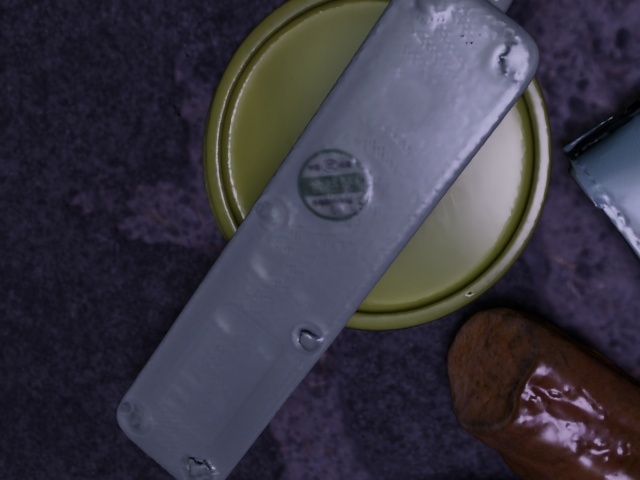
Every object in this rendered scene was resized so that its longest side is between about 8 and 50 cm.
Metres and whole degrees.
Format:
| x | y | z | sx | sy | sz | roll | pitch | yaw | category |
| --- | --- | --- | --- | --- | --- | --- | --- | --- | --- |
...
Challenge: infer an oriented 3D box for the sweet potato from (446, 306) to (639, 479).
| x | y | z | sx | sy | sz | roll | pitch | yaw | category |
| --- | --- | --- | --- | --- | --- | --- | --- | --- | --- |
| 0.185 | 0.137 | 0.427 | 0.251 | 0.097 | 0.097 | 38 | 108 | 7 | sweet potato |

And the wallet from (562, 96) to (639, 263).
| x | y | z | sx | sy | sz | roll | pitch | yaw | category |
| --- | --- | --- | --- | --- | --- | --- | --- | --- | --- |
| 0.284 | -0.051 | 0.373 | 0.250 | 0.075 | 0.176 | -37 | 86 | 19 | wallet |

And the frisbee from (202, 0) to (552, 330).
| x | y | z | sx | sy | sz | roll | pitch | yaw | category |
| --- | --- | --- | --- | --- | --- | --- | --- | --- | --- |
| 0.032 | -0.053 | 0.470 | 0.235 | 0.017 | 0.236 | 3 | 101 | 14 | frisbee |

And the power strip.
| x | y | z | sx | sy | sz | roll | pitch | yaw | category |
| --- | --- | --- | --- | --- | --- | --- | --- | --- | --- |
| 0.000 | 0.000 | 0.447 | 0.091 | 0.062 | 0.385 | 38 | 108 | 5 | power strip |
